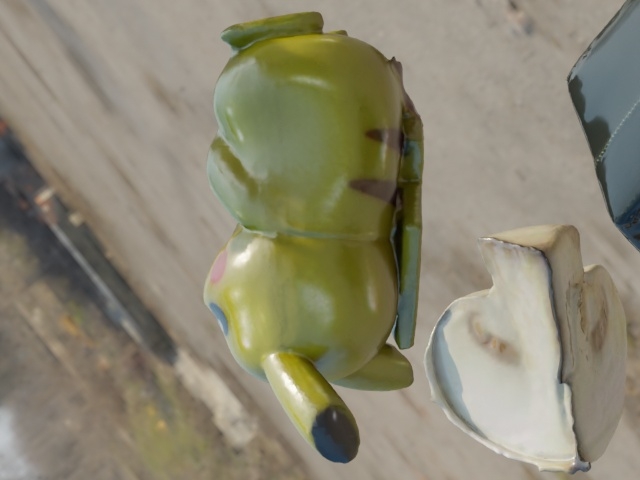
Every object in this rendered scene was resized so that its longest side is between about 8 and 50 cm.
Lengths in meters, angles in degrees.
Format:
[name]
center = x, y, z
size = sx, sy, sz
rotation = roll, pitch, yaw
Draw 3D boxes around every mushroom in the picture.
[mushroom]
center = 0.209, 0.100, 1.646
size = 0.173, 0.162, 0.236
rotation = -20, -77, -61

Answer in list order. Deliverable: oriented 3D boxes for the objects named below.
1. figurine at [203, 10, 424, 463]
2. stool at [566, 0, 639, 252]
[figurine]
center = 0.000, -0.008, 1.259
size = 0.169, 0.326, 0.218
rotation = 5, -179, 18
[stool]
center = 0.281, -0.075, 1.021
size = 0.232, 0.232, 0.141
rotation = 63, -167, -51
